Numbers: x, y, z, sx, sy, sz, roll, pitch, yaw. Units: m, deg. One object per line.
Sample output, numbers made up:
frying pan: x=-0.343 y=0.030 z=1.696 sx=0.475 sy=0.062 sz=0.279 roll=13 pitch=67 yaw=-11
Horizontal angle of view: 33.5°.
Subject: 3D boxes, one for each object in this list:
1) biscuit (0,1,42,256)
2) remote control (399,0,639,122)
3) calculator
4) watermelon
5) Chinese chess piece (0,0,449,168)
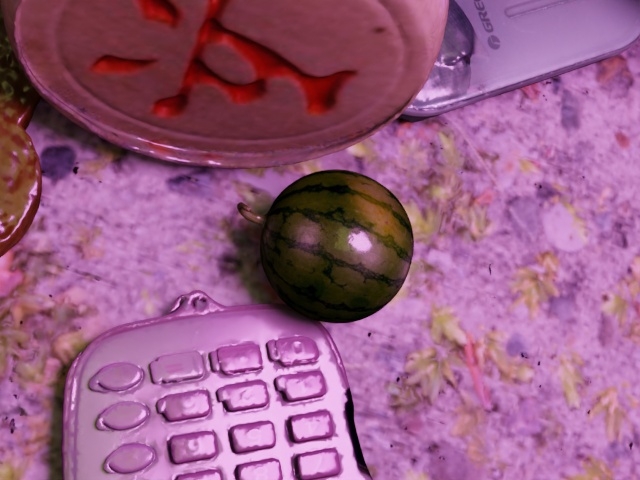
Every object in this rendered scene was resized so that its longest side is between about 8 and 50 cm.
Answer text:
biscuit: x=-0.279 y=-0.105 z=0.638 sx=0.208 sy=0.041 sz=0.290 roll=-27 pitch=87 yaw=-20
remote control: x=0.128 y=-0.156 z=0.764 sx=0.247 sy=0.052 sz=0.104 roll=-19 pitch=84 yaw=-19
calculator: x=-0.056 y=0.175 z=0.653 sx=0.194 sy=0.043 sz=0.294 roll=-7 pitch=78 yaw=-17
watermelon: x=0.005 y=0.002 z=0.675 sx=0.109 sy=0.109 sz=0.109 roll=3 pitch=78 yaw=-16
Chinese chess piece: x=-0.052 y=-0.139 z=0.604 sx=0.249 sy=0.250 sz=0.103 roll=8 pitch=62 yaw=-15
